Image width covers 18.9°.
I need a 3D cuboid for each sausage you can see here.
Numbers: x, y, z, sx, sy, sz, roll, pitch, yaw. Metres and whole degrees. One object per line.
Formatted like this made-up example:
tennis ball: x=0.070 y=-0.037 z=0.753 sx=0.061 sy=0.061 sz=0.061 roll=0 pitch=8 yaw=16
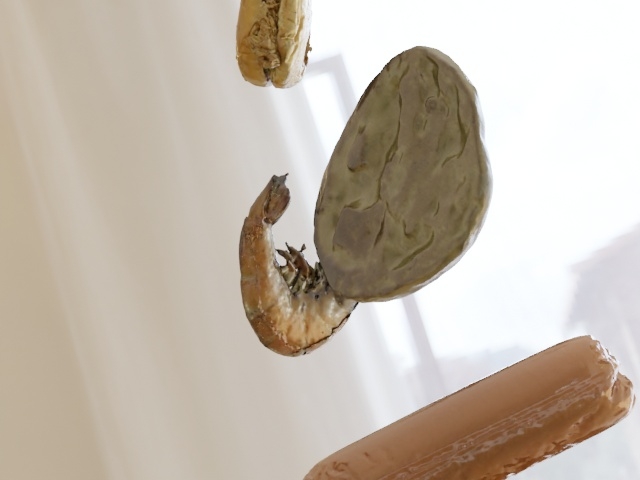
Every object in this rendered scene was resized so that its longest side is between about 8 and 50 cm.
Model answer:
sausage: x=0.118 y=0.167 z=1.576 sx=0.289 sy=0.086 sz=0.086 roll=-27 pitch=-11 yaw=8

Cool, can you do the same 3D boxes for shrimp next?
shrimp: x=0.000 y=0.000 z=2.349 sx=0.054 sy=0.222 sz=0.290 roll=4 pitch=37 yaw=47

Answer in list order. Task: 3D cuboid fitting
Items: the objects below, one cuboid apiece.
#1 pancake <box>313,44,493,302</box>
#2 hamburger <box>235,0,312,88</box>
pancake: x=0.090 y=-0.063 z=2.122 sx=0.049 sy=0.294 sz=0.294 roll=14 pitch=-28 yaw=-37
hamburger: x=-0.054 y=-0.251 z=2.312 sx=0.083 sy=0.138 sz=0.147 roll=3 pitch=-8 yaw=10
